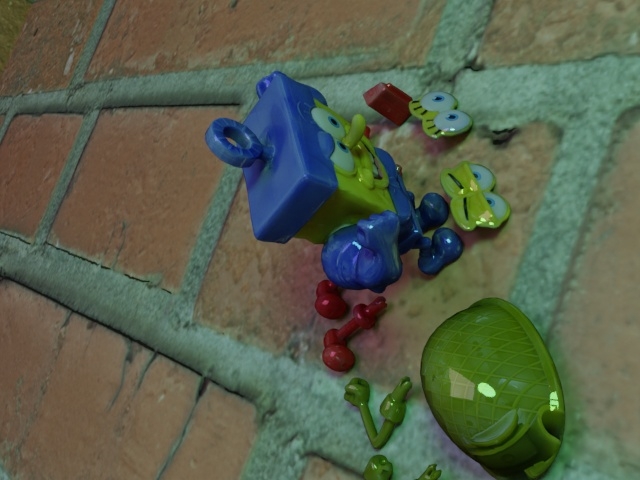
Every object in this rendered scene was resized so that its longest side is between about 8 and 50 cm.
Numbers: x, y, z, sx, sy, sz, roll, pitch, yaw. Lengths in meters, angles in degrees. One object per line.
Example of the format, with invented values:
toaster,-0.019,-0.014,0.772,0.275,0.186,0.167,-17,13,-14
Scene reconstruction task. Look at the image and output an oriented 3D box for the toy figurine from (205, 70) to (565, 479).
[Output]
toy figurine,0.000,0.000,0.576,0.191,0.217,0.363,-40,43,29
